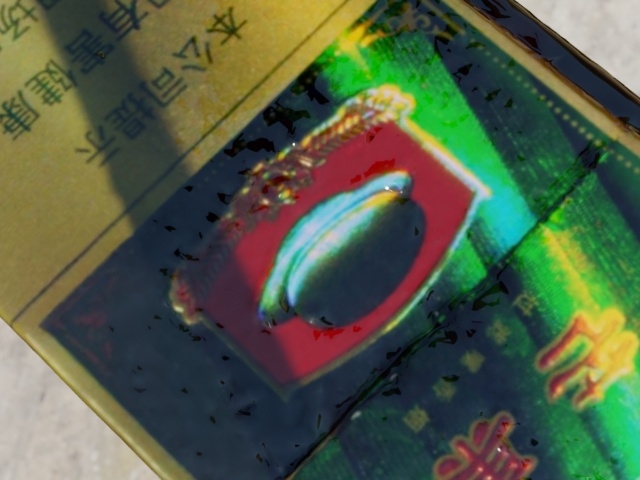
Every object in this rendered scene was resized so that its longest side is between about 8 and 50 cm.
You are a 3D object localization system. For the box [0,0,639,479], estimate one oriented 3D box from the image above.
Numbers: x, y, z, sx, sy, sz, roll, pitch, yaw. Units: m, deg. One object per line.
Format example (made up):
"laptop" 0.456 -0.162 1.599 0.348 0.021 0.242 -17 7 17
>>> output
"box" 0.000 0.000 0.420 0.159 0.240 0.071 -45 -18 -12
